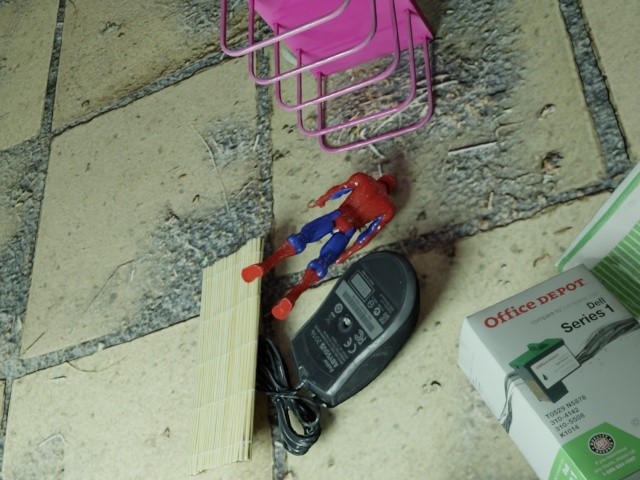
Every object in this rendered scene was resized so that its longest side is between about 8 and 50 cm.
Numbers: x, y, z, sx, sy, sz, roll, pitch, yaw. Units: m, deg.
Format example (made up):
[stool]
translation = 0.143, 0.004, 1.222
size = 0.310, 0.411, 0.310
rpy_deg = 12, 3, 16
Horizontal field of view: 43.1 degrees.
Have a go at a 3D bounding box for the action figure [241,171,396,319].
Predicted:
[action figure]
translation = 0.000, 0.000, 1.076
size = 0.280, 0.091, 0.139
rpy_deg = -41, 3, -35

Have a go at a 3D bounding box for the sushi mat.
[sushi mat]
translation = -0.131, 0.155, 1.110
size = 0.151, 0.019, 0.317
rpy_deg = -32, 48, 45

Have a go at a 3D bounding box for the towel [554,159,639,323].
[towel]
translation = 0.434, 0.029, 0.831
size = 0.248, 0.038, 0.325
rpy_deg = -53, 50, 8

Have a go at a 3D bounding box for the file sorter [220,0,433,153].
[file sorter]
translation = 0.016, -0.271, 1.113
size = 0.202, 0.290, 0.182
rpy_deg = -14, 61, 25

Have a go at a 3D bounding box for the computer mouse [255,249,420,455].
[computer mouse]
translation = 0.031, 0.126, 1.032
size = 0.272, 0.072, 0.188
rpy_deg = -46, 49, 16

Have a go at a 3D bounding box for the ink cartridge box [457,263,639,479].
[ink cartridge box]
translation = 0.263, 0.148, 0.823
size = 0.160, 0.093, 0.219
rpy_deg = -23, 51, -14
